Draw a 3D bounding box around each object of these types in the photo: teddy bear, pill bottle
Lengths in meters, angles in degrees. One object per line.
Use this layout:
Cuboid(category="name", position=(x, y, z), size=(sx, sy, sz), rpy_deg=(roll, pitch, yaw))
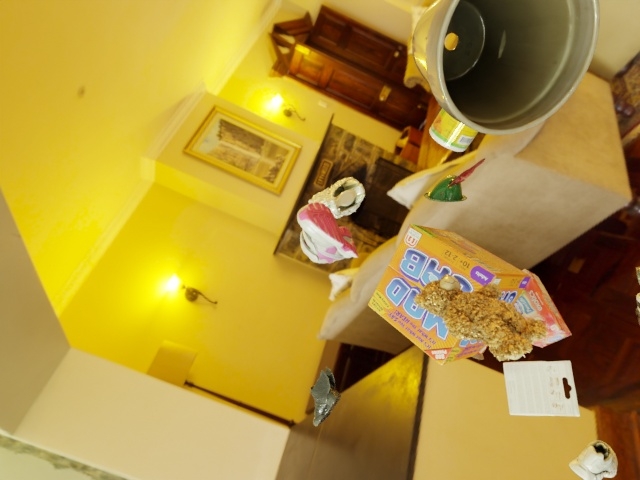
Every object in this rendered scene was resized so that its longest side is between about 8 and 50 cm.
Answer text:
Cuboid(category="teddy bear", position=(0.415, 0.186, 1.155), size=(0.338, 0.245, 0.113), rpy_deg=(-130, 26, -52))
Cuboid(category="pill bottle", position=(0.457, -0.412, 1.359), size=(0.136, 0.137, 0.245), rpy_deg=(-74, 9, -52))

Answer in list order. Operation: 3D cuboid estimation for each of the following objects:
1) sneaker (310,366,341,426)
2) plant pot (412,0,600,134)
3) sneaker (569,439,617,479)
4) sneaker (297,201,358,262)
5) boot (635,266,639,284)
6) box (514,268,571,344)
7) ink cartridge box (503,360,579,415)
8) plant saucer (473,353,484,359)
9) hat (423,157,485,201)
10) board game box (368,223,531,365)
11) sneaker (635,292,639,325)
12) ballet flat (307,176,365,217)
Cuboid(category="sneaker", position=(0.003, 0.462, 1.291), size=(0.051, 0.089, 0.170), rpy_deg=(-11, -44, -53))
Cuboid(category="plant pot", position=(0.331, -0.408, 0.913), size=(0.322, 0.324, 0.280), rpy_deg=(-65, 23, 18))
Cuboid(category="sneaker", position=(0.989, 0.763, 1.547), size=(0.110, 0.292, 0.118), rpy_deg=(32, 105, 44))
Cuboid(category="sneaker", position=(0.000, 0.000, 1.046), size=(0.252, 0.111, 0.102), rpy_deg=(44, -154, -56))
Cuboid(category="boot", position=(1.297, 0.131, 1.603), size=(0.209, 0.190, 0.075), rpy_deg=(-19, 51, 47))
Cuboid(category="box", position=(0.931, 0.296, 1.918), size=(0.142, 0.154, 0.299), rpy_deg=(-39, 49, 31))
Cuboid(category="ink cartridge box", position=(0.794, 0.535, 1.584), size=(0.233, 0.066, 0.188), rpy_deg=(-13, 66, 34))
Cuboid(category="plant saucer", position=(0.606, 0.441, 1.729), size=(0.083, 0.084, 0.015), rpy_deg=(-94, 22, -78))
Cuboid(category="hat", position=(0.552, -0.271, 1.867), size=(0.173, 0.209, 0.183), rpy_deg=(-116, 24, -68))
Cuboid(category="board game box", position=(0.476, 0.188, 1.630), size=(0.357, 0.357, 0.355), rpy_deg=(37, 110, 38))
Cuboid(category="sneaker", position=(1.123, 0.273, 1.450), size=(0.216, 0.079, 0.121), rpy_deg=(-64, -38, -64))
Cuboid(category="ballet flat", position=(0.099, -0.163, 1.696), size=(0.409, 0.147, 0.146), rpy_deg=(-39, -20, -55))
